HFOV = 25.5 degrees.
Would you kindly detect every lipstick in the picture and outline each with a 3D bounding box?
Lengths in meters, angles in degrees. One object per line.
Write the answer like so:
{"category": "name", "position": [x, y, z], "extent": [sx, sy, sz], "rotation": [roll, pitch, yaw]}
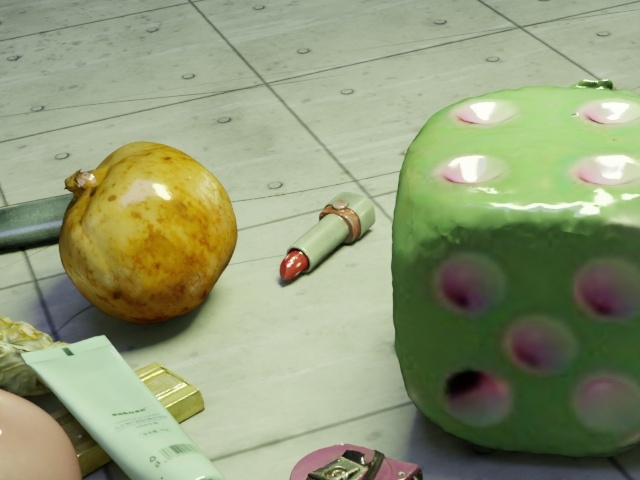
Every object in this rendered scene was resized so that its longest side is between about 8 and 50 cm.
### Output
{"category": "lipstick", "position": [0.000, -0.001, 1.928], "extent": [0.063, 0.057, 0.186], "rotation": [14, 37, 31]}

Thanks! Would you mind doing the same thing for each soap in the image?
{"category": "soap", "position": [-0.255, 0.215, 1.601], "extent": [0.252, 0.037, 0.092], "rotation": [-28, 37, -34]}

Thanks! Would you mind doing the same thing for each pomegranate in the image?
{"category": "pomegranate", "position": [-0.225, -0.013, 1.807], "extent": [0.248, 0.248, 0.248], "rotation": [-4, 29, 2]}

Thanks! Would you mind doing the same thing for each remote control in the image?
{"category": "remote control", "position": [-0.362, -0.038, 2.071], "extent": [0.378, 0.044, 0.107], "rotation": [-11, 34, -9]}

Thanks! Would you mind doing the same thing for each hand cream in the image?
{"category": "hand cream", "position": [-0.207, 0.195, 1.543], "extent": [0.109, 0.067, 0.321], "rotation": [-12, 37, -36]}

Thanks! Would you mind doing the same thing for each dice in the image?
{"category": "dice", "position": [0.259, 0.029, 1.553], "extent": [0.330, 0.318, 0.322], "rotation": [0, 30, 13]}

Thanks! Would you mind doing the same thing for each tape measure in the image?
{"category": "tape measure", "position": [0.030, 0.255, 1.436], "extent": [0.118, 0.074, 0.125], "rotation": [15, 33, 34]}

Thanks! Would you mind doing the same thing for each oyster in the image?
{"category": "oyster", "position": [-0.442, 0.135, 1.731], "extent": [0.355, 0.107, 0.201], "rotation": [13, 1, 40]}

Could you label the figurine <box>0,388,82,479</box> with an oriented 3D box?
{"category": "figurine", "position": [-0.331, 0.243, 1.351], "extent": [0.211, 0.261, 0.269], "rotation": [5, 62, -17]}
